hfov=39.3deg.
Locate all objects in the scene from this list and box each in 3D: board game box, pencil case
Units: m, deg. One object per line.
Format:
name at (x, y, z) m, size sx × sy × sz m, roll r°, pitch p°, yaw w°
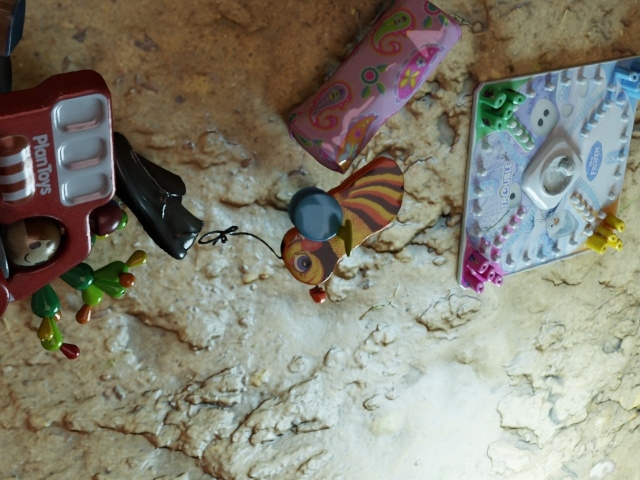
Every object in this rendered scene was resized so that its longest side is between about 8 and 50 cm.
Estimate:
board game box at (0.430, -0.117, 1.624) m, size 0.390 × 0.050 × 0.389 m, roll -14°, pitch 121°, yaw -27°
pencil case at (0.075, -0.233, 1.295) m, size 0.284 × 0.124 × 0.124 m, roll -50°, pitch 130°, yaw -3°

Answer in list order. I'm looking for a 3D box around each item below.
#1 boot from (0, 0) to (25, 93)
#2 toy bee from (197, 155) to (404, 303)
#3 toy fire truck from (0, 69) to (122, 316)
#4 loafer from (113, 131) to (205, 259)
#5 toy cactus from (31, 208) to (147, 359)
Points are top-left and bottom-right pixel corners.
boot at (-0.415, -0.196, 1.037) m, size 0.106 × 0.082 × 0.219 m, roll 17°, pitch 116°, yaw -11°
toy bee at (0.000, 0.000, 1.334) m, size 0.299 × 0.195 × 0.162 m, roll -20°, pitch 103°, yaw 17°
toy fire truck at (-0.352, -0.042, 1.023) m, size 0.254 × 0.169 × 0.302 m, roll -15°, pitch 139°, yaw -22°
loafer at (-0.228, -0.071, 1.211) m, size 0.078 × 0.080 × 0.220 m, roll -45°, pitch 135°, yaw -18°
toy cactus at (-0.341, 0.047, 1.185) m, size 0.181 × 0.112 × 0.219 m, roll 25°, pitch 107°, yaw -29°
